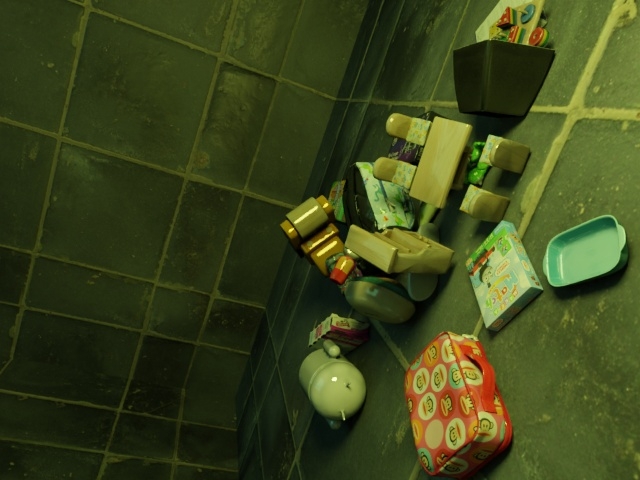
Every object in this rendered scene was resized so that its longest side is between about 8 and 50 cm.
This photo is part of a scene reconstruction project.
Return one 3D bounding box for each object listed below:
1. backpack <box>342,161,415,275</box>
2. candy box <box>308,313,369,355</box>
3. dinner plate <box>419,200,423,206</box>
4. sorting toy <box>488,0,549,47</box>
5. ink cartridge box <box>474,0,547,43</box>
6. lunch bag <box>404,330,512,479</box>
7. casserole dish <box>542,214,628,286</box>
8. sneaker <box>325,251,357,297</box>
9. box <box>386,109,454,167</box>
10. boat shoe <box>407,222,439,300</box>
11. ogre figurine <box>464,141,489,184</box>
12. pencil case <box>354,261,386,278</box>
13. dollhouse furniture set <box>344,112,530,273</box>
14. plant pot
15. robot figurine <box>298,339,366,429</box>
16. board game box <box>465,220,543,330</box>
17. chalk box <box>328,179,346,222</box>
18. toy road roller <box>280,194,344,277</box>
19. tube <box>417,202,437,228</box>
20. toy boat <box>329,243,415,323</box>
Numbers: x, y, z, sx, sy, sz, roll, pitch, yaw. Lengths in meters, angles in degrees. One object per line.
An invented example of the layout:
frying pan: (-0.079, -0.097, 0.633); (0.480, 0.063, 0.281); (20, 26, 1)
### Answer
backpack: (0.192, -0.103, 1.669); (0.290, 0.273, 0.355); (103, 143, -61)
candy box: (0.068, 0.365, 1.864); (0.233, 0.159, 0.071); (130, 153, -54)
dinner plate: (0.348, -0.173, 1.570); (0.141, 0.017, 0.141); (-58, -13, -21)
sorting toy: (0.511, -0.568, 1.301); (0.274, 0.046, 0.132); (-141, 65, -70)
ink cartridge box: (0.541, -0.613, 1.403); (0.224, 0.045, 0.223); (130, 150, -54)
lunch bag: (0.310, 0.359, 1.112); (0.293, 0.120, 0.258); (-93, 25, -51)
casserole dish: (0.505, 0.026, 0.923); (0.188, 0.037, 0.114); (136, 147, -62)
sneaker: (0.107, 0.154, 1.899); (0.104, 0.262, 0.125); (-28, 41, 4)
box: (0.338, -0.329, 1.713); (0.184, 0.103, 0.261); (-69, 15, -5)
boat shoe: (0.308, 0.072, 1.483); (0.084, 0.095, 0.258); (127, 165, -61)
ogre figurine: (0.410, -0.222, 1.384); (0.097, 0.197, 0.118); (-5, -75, -59)
pencil case: (0.190, 0.143, 1.778); (0.236, 0.104, 0.104); (-109, 38, -64)
dollhouse furniture set: (0.260, -0.125, 1.275); (0.362, 0.256, 0.394); (32, 112, 46)
plant pot: (0.458, -0.412, 1.271); (0.187, 0.188, 0.167); (-137, 52, -72)
robot figurine: (0.040, 0.510, 1.738); (0.353, 0.200, 0.300); (-170, 75, -74)
board game box: (0.423, 0.081, 1.145); (0.211, 0.039, 0.160); (-93, 25, -47)
chalk box: (0.151, -0.147, 2.048); (0.289, 0.180, 0.179); (-166, 92, -73)
toy road roller: (0.000, 0.000, 1.946); (0.202, 0.240, 0.329); (-36, -23, -7)
tube: (0.361, -0.134, 1.538); (0.062, 0.070, 0.240); (44, 131, 26)
toy boat: (0.161, 0.135, 1.516); (0.267, 0.318, 0.148); (7, 60, 52)
